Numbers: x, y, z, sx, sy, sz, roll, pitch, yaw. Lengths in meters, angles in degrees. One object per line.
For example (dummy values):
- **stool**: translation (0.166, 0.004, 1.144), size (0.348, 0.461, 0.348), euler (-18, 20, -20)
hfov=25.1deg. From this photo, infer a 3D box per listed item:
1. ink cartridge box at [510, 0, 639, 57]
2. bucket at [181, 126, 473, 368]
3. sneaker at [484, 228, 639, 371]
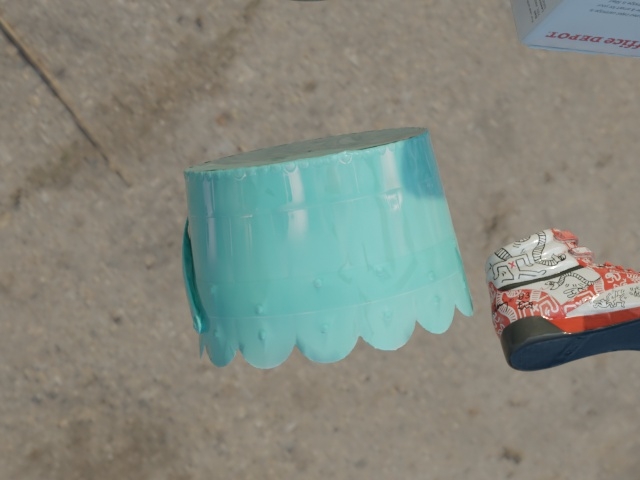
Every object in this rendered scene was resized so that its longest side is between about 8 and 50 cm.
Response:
- **ink cartridge box**: translation (0.361, -0.324, 1.584), size (0.201, 0.117, 0.278), euler (2, 156, -25)
- **bucket**: translation (0.000, 0.000, 1.378), size (0.281, 0.281, 0.183), euler (-14, 99, -33)
- **sneaker**: translation (0.309, 0.047, 1.528), size (0.270, 0.145, 0.090), euler (-8, 144, -7)
